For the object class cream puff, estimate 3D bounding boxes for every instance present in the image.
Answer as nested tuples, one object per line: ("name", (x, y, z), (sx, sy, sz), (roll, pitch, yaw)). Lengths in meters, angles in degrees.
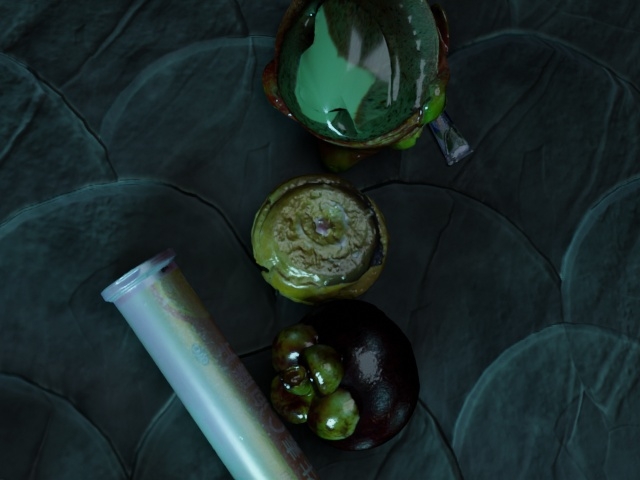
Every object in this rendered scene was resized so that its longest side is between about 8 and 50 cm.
("cream puff", (0.000, 0.000, 1.781), (0.189, 0.129, 0.189), (2, 76, -10))

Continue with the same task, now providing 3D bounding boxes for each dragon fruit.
("dragon fruit", (0.051, -0.235, 1.809), (0.268, 0.130, 0.295), (12, 95, 16))

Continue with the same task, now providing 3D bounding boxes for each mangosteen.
("mangosteen", (0.021, 0.175, 1.697), (0.230, 0.194, 0.194), (-14, 80, -49))

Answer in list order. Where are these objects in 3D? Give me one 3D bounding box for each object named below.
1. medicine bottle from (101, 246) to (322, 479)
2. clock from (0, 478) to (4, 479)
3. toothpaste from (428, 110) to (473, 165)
("medicine bottle", (-0.113, 0.212, 1.701), (0.108, 0.108, 0.426), (-35, 91, -24))
("clock", (-0.422, 0.366, 1.550), (0.194, 0.100, 0.196), (-25, 88, -28))
("toothpaste", (0.160, -0.190, 1.944), (0.045, 0.028, 0.170), (-31, 91, -17))
